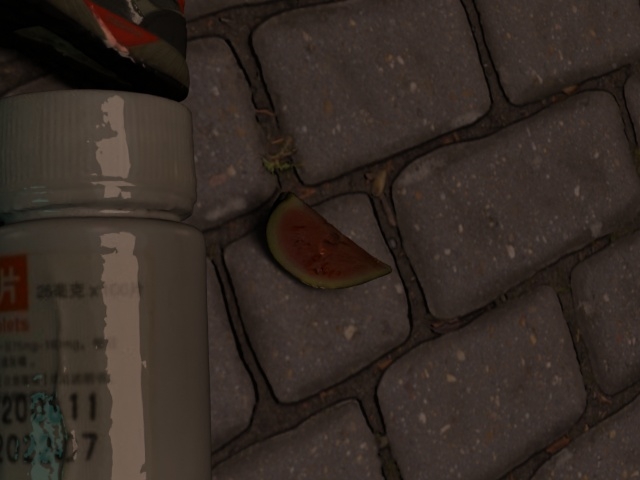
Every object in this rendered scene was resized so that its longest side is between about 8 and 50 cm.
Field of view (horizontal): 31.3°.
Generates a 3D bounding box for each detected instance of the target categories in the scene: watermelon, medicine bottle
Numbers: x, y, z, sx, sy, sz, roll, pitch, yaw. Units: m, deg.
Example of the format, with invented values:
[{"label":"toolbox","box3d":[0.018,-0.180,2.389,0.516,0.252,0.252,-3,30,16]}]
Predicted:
[{"label":"watermelon","box3d":[-0.004,-0.006,1.306,0.163,0.087,0.069,39,31,-28]},{"label":"medicine bottle","box3d":[-0.207,0.062,1.048,0.211,0.211,0.372,2,82,-37]}]

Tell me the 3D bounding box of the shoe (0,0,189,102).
[{"label":"shoe","box3d":[-0.258,-0.267,1.115,0.336,0.132,0.171,26,63,-34]}]
